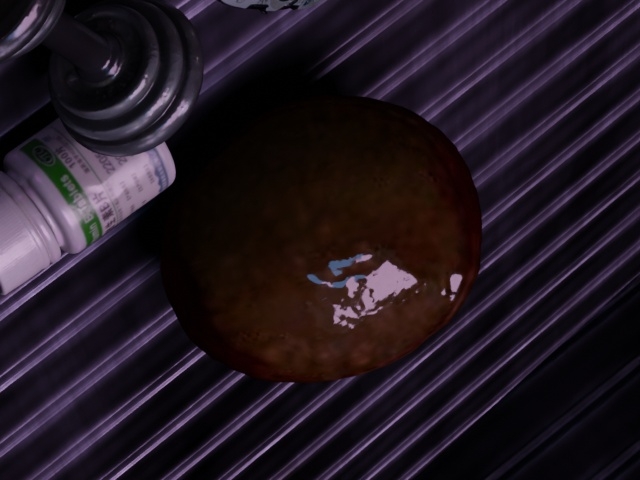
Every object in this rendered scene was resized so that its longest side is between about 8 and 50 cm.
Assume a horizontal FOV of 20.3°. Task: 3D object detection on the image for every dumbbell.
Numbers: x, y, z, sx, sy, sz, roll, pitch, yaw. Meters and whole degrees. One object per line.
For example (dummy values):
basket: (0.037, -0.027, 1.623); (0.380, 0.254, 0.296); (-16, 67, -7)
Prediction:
dumbbell: (-0.258, -0.205, 1.756); (0.179, 0.179, 0.406); (-50, 153, 4)

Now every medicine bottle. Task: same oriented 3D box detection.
medicine bottle: (-0.286, -0.054, 1.962); (0.237, 0.139, 0.139); (-37, 151, -20)

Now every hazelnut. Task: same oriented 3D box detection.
hazelnut: (0.000, 0.000, 2.248); (0.421, 0.353, 0.421); (-41, -172, 7)

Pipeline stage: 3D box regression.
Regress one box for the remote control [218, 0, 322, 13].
remote control: (-0.051, -0.309, 2.066); (0.256, 0.045, 0.097); (-3, 131, -58)
